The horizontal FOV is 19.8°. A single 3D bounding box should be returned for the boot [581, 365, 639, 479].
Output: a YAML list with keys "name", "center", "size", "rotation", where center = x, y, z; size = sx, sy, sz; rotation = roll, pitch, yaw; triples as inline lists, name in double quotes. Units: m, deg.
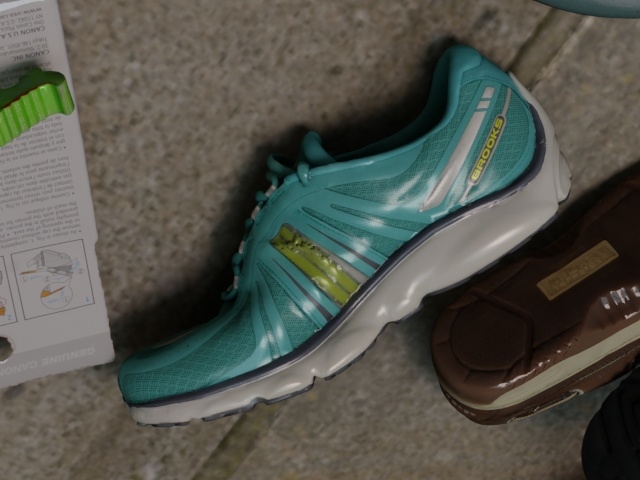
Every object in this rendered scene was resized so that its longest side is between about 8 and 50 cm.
- name: "boot"
  center: [0.289, 0.096, 1.088]
  size: [0.246, 0.094, 0.207]
  rotation: [-39, 151, 9]

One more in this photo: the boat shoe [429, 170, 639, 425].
- name: "boat shoe"
  center: [0.181, 0.027, 1.066]
  size: [0.257, 0.095, 0.095]
  rotation: [-25, 148, -5]

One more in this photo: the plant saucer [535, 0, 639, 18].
- name: "plant saucer"
  center: [0.191, -0.251, 0.919]
  size: [0.318, 0.043, 0.317]
  rotation: [-8, 121, -14]

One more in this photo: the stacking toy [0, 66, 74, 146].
- name: "stacking toy"
  center: [-0.091, -0.156, 0.832]
  size: [0.221, 0.052, 0.167]
  rotation: [-33, 127, -25]

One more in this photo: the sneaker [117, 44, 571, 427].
- name: "sneaker"
  center: [0.000, 0.000, 0.988]
  size: [0.275, 0.107, 0.110]
  rotation: [-36, 105, -1]

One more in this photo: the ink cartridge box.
- name: "ink cartridge box"
  center: [-0.207, -0.020, 0.921]
  size: [0.181, 0.056, 0.224]
  rotation: [-13, 127, -11]
